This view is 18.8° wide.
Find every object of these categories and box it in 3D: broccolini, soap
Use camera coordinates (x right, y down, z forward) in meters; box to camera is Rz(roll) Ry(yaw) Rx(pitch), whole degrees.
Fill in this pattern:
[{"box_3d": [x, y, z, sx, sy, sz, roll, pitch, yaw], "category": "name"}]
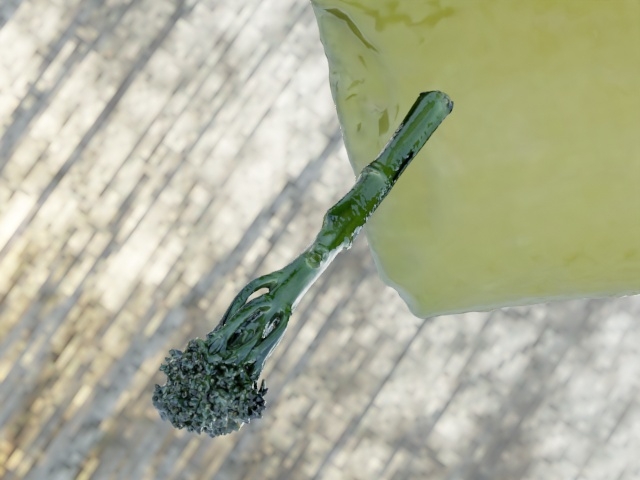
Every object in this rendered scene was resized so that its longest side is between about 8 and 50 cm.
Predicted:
[{"box_3d": [-0.001, -0.001, 0.768, 0.042, 0.218, 0.044, 43, -39, -8], "category": "broccolini"}, {"box_3d": [0.214, -0.116, 0.955, 0.115, 0.427, 0.306, -78, 159, -68], "category": "soap"}]
